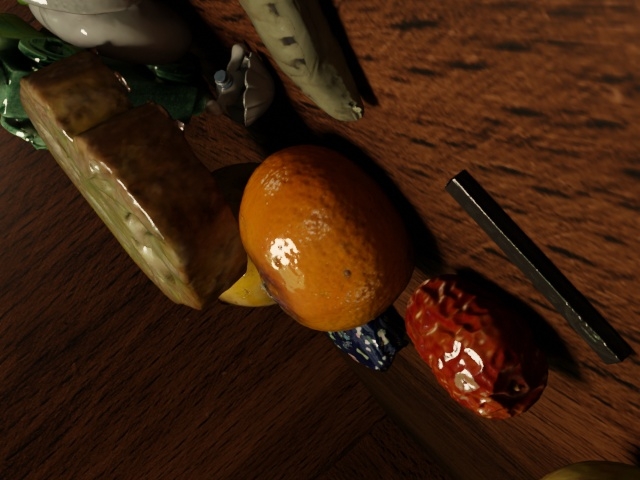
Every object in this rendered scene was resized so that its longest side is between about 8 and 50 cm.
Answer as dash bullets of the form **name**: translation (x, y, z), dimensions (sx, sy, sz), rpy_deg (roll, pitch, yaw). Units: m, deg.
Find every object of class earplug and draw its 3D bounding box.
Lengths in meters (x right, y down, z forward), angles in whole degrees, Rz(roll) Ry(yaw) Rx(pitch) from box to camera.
- **earplug**: translation (-0.271, -0.321, 0.957), dimensions (0.214, 0.175, 0.325), rpy_deg (28, 175, 11)

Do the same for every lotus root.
- **lotus root**: translation (-0.238, -0.061, 1.012), dimensions (0.390, 0.111, 0.375), rpy_deg (36, 157, 37)

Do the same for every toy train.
- **toy train**: translation (-0.380, -0.260, 1.239), dimensions (0.397, 0.160, 0.253), rpy_deg (-7, -146, -46)

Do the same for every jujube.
- **jujube**: translation (0.152, 0.099, 0.777), dimensions (0.176, 0.109, 0.112), rpy_deg (-129, 39, -59)

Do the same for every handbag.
- **handbag**: translation (0.057, 0.137, 1.407), dimensions (0.162, 0.113, 0.260), rpy_deg (45, 172, -14)

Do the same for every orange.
- **orange**: translation (0.000, 0.000, 0.882), dimensions (0.224, 0.170, 0.224), rpy_deg (47, 170, 11)

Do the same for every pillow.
- **pillow**: translation (-0.034, -0.190, 0.626), dimensions (0.093, 0.051, 0.241), rpy_deg (41, 171, 45)

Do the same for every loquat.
- **loquat**: translation (-0.106, -0.007, 1.216), dimensions (0.235, 0.235, 0.235), rpy_deg (48, 172, 9)

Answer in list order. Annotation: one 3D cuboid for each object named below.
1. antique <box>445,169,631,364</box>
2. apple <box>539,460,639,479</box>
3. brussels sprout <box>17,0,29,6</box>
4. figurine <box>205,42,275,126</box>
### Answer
- **antique**: translation (0.168, 0.020, 0.614), dimensions (0.192, 0.015, 0.031), rpy_deg (48, 172, 9)
- **apple**: translation (0.272, 0.329, 0.684), dimensions (0.261, 0.193, 0.261), rpy_deg (-4, -90, -77)
- **brussels sprout**: translation (-0.386, -0.410, 1.178), dimensions (0.223, 0.161, 0.223), rpy_deg (33, -169, -7)
- **figurine**: translation (-0.094, -0.181, 0.906), dimensions (0.082, 0.095, 0.086), rpy_deg (8, -171, 18)
